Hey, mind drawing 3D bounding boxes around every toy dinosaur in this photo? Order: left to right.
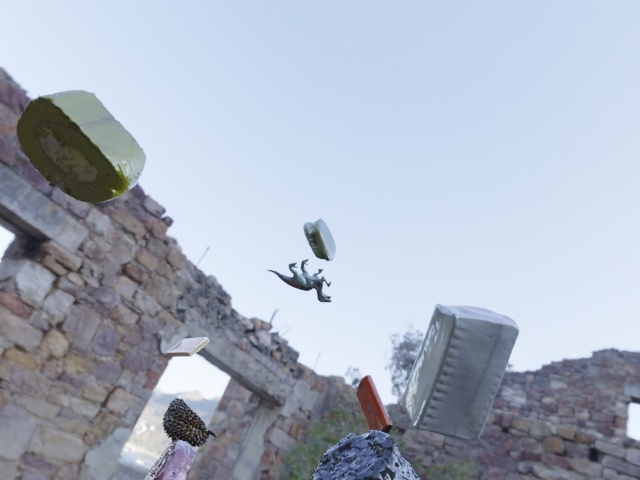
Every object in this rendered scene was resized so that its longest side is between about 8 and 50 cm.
[{"bbox_3d":[-0.078,0.151,1.711,0.242,0.168,0.053,-1,-1,-8],"label":"toy dinosaur"}]

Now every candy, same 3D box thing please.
[{"bbox_3d":[0.378,0.355,1.276,0.208,0.359,0.145,15,7,-14],"label":"candy"}]

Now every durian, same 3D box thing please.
[{"bbox_3d":[-0.283,0.397,0.965,0.140,0.071,0.111,16,-47,29],"label":"durian"}]

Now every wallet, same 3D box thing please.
[{"bbox_3d":[0.189,0.611,1.665,0.045,0.204,0.142,-2,-49,-21],"label":"wallet"}]

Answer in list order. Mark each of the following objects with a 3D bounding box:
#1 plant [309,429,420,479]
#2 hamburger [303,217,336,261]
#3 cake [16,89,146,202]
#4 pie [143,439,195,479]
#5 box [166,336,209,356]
[{"bbox_3d":[0.130,0.603,1.007,0.215,0.213,0.312,-28,-82,26],"label":"plant"},{"bbox_3d":[0.000,0.000,1.434,0.062,0.133,0.140,-18,-77,16],"label":"hamburger"},{"bbox_3d":[-0.547,-0.208,1.066,0.179,0.156,0.260,-32,-77,29],"label":"cake"},{"bbox_3d":[-0.239,0.365,0.641,0.049,0.182,0.182,34,-29,-7],"label":"pie"},{"bbox_3d":[-0.298,0.240,1.032,0.093,0.058,0.015,-13,-75,40],"label":"box"}]
